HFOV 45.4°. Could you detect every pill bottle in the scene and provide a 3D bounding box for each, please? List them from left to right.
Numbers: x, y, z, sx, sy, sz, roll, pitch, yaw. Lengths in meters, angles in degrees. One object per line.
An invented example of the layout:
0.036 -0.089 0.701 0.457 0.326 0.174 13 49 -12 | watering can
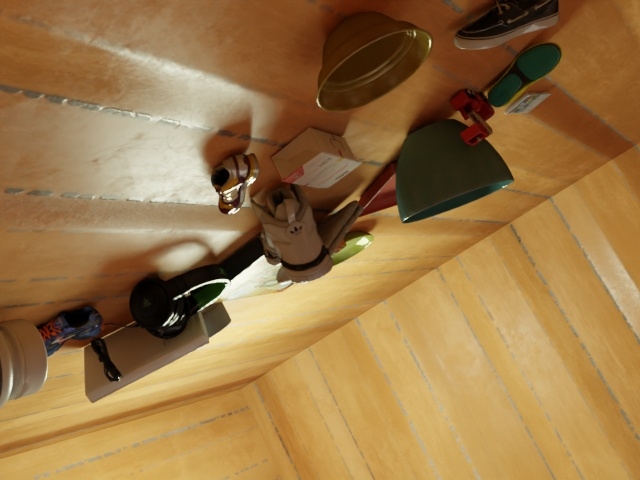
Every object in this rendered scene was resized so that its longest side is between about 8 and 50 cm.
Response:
-0.765 0.273 1.562 0.204 0.204 0.361 -38 162 34 | pill bottle

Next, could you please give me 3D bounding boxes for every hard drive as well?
-0.492 0.295 2.145 0.353 0.233 0.047 -26 121 -4 | hard drive

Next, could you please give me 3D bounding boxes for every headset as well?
-0.406 0.203 1.995 0.394 0.185 0.243 -27 165 -8 | headset

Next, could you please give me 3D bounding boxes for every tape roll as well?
-0.381 0.261 2.310 0.219 0.072 0.219 -27 -173 4 | tape roll

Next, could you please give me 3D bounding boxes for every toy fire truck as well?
0.369 -0.288 1.802 0.047 0.135 0.192 -37 163 31 | toy fire truck

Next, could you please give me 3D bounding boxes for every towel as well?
0.000 0.000 2.069 0.187 0.049 0.282 -32 -165 38 | towel

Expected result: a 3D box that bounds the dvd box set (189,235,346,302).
-0.147 0.078 2.273 0.307 0.062 0.420 -36 163 28 | dvd box set

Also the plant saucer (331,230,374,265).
0.063 0.029 2.528 0.240 0.037 0.241 -26 166 -7 | plant saucer

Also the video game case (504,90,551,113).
0.568 -0.378 2.094 0.122 0.011 0.087 -13 160 -44 | video game case

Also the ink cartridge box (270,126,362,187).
-0.004 -0.175 1.663 0.115 0.067 0.198 -34 163 24 | ink cartridge box

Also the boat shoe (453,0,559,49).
0.352 -0.426 1.455 0.219 0.078 0.070 -21 130 -11 | boat shoe

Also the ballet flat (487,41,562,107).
0.480 -0.397 1.786 0.077 0.077 0.231 -43 -179 -40 | ballet flat

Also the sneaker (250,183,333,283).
-0.085 -0.040 1.861 0.137 0.210 0.366 -24 -161 -10 | sneaker

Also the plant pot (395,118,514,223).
0.303 -0.183 1.882 0.290 0.196 0.290 -20 173 -2 | plant pot

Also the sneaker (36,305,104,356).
-0.641 0.215 1.867 0.221 0.083 0.087 -25 151 -26 | sneaker

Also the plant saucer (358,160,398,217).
0.238 -0.170 2.147 0.259 0.048 0.258 -19 163 -32 | plant saucer

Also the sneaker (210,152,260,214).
-0.192 -0.114 1.556 0.083 0.070 0.185 -7 151 -31 | sneaker

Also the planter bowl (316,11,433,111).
0.072 -0.315 1.276 0.217 0.090 0.217 -25 166 -7 | planter bowl
